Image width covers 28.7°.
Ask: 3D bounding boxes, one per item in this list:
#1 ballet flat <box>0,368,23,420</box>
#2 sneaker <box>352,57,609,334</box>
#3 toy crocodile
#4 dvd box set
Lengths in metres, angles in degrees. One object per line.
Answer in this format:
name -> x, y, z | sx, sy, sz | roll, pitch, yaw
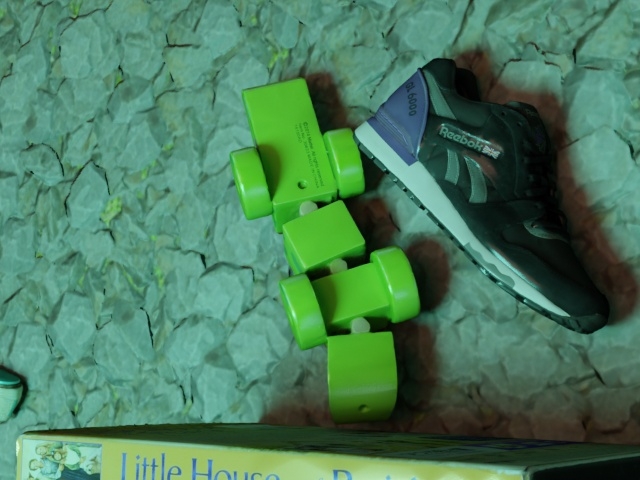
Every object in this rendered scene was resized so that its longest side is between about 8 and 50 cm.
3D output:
ballet flat -> -0.397, 0.150, 1.385 | 0.168, 0.057, 0.052 | 25, 105, 34
sneaker -> 0.151, -0.049, 1.031 | 0.124, 0.107, 0.283 | -48, 60, 10
toy crocodile -> 0.000, 0.000, 1.126 | 0.115, 0.105, 0.340 | -17, 66, -9
dvd box set -> 0.027, 0.179, 0.948 | 0.420, 0.308, 0.062 | -2, 83, 32
